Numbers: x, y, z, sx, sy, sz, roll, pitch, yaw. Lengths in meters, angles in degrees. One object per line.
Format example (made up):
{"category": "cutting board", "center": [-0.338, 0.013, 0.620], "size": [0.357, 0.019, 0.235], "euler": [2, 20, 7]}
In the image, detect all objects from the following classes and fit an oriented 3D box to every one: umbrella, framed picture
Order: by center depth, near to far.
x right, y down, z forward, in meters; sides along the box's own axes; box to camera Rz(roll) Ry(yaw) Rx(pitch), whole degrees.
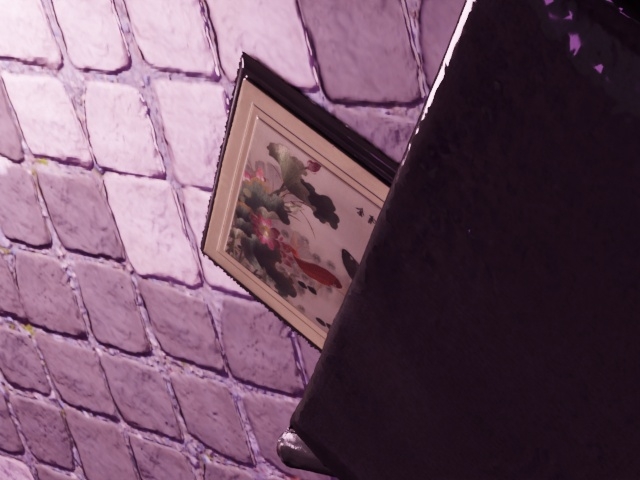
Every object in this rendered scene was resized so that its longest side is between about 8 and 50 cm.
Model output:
{"category": "framed picture", "center": [0.000, 0.000, 0.999], "size": [0.195, 0.010, 0.199], "euler": [38, 139, 19]}
{"category": "umbrella", "center": [0.018, 0.151, 1.080], "size": [0.133, 0.031, 0.036], "euler": [1, 92, 46]}

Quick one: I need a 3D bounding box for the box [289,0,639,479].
{"category": "box", "center": [0.172, 0.023, 0.683], "size": [0.251, 0.204, 0.345], "euler": [41, 140, 16]}
